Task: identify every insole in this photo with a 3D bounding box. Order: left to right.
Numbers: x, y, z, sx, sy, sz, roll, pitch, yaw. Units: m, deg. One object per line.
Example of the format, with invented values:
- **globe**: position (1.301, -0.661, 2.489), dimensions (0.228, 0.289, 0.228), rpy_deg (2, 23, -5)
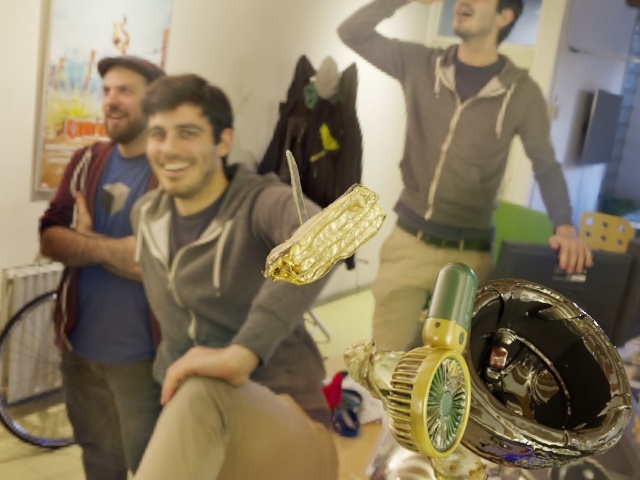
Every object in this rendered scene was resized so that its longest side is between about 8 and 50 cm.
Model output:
- **insole**: position (-0.034, -0.066, 1.204), dimensions (0.006, 0.193, 0.065), rpy_deg (-16, -33, 9)

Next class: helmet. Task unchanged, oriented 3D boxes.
- **helmet**: position (0.227, 0.178, 0.911), dimensions (0.278, 0.160, 0.231), rpy_deg (-1, 54, -23)

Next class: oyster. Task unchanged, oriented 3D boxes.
- **oyster**: position (0.155, 0.286, 1.216), dimensions (0.166, 0.094, 0.294), rpy_deg (2, 42, -33)

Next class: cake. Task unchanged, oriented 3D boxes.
- **cake**: position (0.003, 0.003, 1.029), dimensions (0.080, 0.185, 0.116), rpy_deg (45, -9, -6)

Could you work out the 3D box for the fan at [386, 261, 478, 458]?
- **fan**: position (0.093, 0.090, 0.587), dimensions (0.039, 0.155, 0.082), rpy_deg (2, -26, 36)
